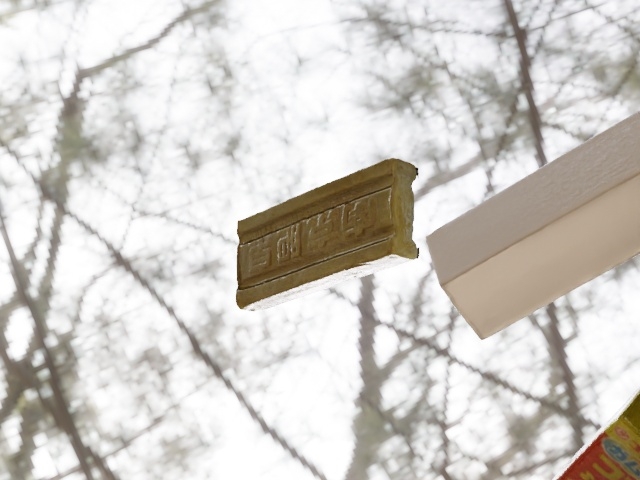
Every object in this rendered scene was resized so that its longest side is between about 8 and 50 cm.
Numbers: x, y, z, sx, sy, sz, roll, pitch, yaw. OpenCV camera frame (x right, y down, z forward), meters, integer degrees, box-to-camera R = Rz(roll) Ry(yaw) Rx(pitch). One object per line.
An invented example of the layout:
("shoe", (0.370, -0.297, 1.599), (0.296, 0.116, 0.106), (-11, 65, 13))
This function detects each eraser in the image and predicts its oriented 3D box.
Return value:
("eraser", (0.236, -0.033, 1.229), (0.298, 0.078, 0.076), (-31, -56, 13))

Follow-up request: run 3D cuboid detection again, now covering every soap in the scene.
("soap", (-0.001, 0.000, 1.412), (0.252, 0.037, 0.092), (-20, -117, 49))

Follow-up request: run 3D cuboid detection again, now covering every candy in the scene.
("candy", (0.337, 0.257, 1.577), (0.146, 0.088, 0.276), (42, -31, 10))
